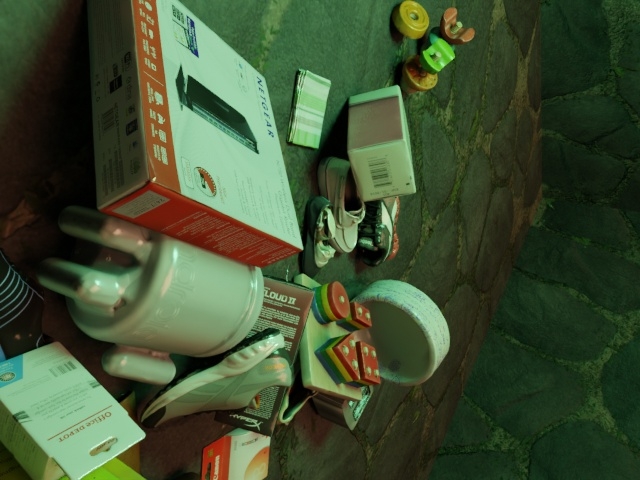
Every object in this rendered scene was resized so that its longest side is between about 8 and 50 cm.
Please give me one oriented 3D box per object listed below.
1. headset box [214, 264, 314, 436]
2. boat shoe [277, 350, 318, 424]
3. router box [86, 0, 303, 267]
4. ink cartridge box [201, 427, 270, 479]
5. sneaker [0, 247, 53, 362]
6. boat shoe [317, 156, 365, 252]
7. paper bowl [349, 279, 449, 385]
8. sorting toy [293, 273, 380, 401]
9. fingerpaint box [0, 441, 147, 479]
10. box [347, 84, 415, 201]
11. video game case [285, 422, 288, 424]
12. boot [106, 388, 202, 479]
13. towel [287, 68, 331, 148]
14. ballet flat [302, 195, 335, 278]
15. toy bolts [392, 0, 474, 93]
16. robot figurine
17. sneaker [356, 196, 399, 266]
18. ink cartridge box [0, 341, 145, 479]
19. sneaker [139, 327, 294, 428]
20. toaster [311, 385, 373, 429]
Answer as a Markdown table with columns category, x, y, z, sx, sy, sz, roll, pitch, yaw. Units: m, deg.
| category | x | y | z | sx | sy | sz | roll | pitch | yaw |
| --- | --- | --- | --- | --- | --- | --- | --- | --- | --- |
| headset box | -0.096 | 0.190 | 0.999 | 0.218 | 0.110 | 0.293 | 133 | -26 | -86 |
| boat shoe | -0.040 | 0.318 | 1.213 | 0.302 | 0.103 | 0.113 | -44 | 123 | -41 |
| router box | -0.166 | -0.156 | 0.719 | 0.301 | 0.082 | 0.335 | 26 | 45 | -57 |
| ink cartridge box | -0.180 | 0.483 | 1.132 | 0.179 | 0.045 | 0.145 | -12 | 111 | -57 |
| sneaker | -0.389 | 0.054 | 0.623 | 0.090 | 0.081 | 0.232 | -35 | 137 | -49 |
| boat shoe | 0.064 | -0.077 | 1.249 | 0.096 | 0.088 | 0.267 | -42 | 134 | -42 |
| paper bowl | 0.213 | 0.240 | 1.416 | 0.148 | 0.284 | 0.284 | -34 | 129 | -47 |
| sorting toy | 0.048 | 0.226 | 1.221 | 0.255 | 0.089 | 0.257 | 38 | 39 | -53 |
| fingerpaint box | -0.382 | 0.376 | 0.479 | 0.445 | 0.371 | 0.163 | -17 | 117 | -54 |
| box | 0.138 | -0.223 | 1.186 | 0.232 | 0.126 | 0.149 | -86 | 161 | -46 |
| video game case | -0.073 | 0.388 | 1.289 | 0.122 | 0.011 | 0.087 | -60 | 145 | -24 |
| boot | -0.315 | 0.386 | 0.885 | 0.264 | 0.096 | 0.280 | -20 | 106 | -51 |
| towel | -0.020 | -0.276 | 1.106 | 0.113 | 0.023 | 0.152 | -2 | 103 | -56 |
| ballet flat | 0.000 | 0.000 | 1.199 | 0.074 | 0.074 | 0.203 | -16 | 115 | -54 |
| toy bolts | 0.274 | -0.529 | 1.407 | 0.228 | 0.158 | 0.218 | -40 | 94 | -29 |
| robot figurine | -0.219 | 0.063 | 0.765 | 0.353 | 0.199 | 0.300 | 32 | 77 | -56 |
| sneaker | 0.146 | -0.047 | 1.376 | 0.135 | 0.097 | 0.276 | -42 | 136 | -45 |
| ink cartridge box | -0.309 | 0.212 | 0.614 | 0.104 | 0.180 | 0.060 | -19 | 142 | -58 |
| sneaker | -0.168 | 0.245 | 0.838 | 0.108 | 0.271 | 0.100 | 63 | 5 | -1 |
| toaster | 0.056 | 0.396 | 1.387 | 0.186 | 0.110 | 0.168 | -54 | 145 | -31 |
